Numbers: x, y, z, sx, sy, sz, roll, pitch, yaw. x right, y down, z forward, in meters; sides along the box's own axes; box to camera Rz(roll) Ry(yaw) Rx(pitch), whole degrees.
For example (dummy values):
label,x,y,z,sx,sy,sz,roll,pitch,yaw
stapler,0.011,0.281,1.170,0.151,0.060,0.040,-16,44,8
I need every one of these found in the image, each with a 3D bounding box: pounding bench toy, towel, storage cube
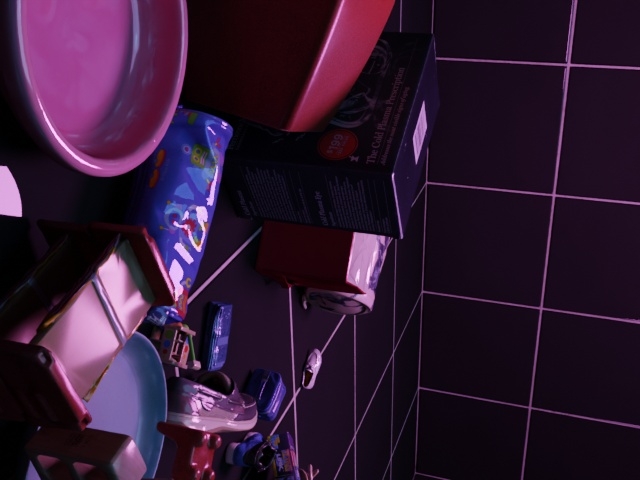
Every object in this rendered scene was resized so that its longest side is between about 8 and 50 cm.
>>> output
label,x,y,z,sx,sy,sz,roll,pitch,yaw
pounding bench toy,-0.213,0.157,1.173,0.052,0.083,0.065,48,52,-67
towel,-0.180,0.168,1.370,0.067,0.029,0.120,11,86,-73
storage cube,0.000,0.000,1.597,0.183,0.193,0.215,38,60,-69

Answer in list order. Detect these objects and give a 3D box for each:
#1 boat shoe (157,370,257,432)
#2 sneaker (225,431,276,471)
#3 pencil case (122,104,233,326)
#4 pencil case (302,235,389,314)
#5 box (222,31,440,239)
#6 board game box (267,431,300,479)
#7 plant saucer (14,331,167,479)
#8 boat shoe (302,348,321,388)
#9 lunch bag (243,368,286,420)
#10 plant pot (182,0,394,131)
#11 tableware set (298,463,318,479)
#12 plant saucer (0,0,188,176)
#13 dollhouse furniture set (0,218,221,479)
label,x,y,z,sx,sy,sz,roll,pitch,yaw
boat shoe,-0.177,0.266,1.305,0.285,0.102,0.093,21,82,-66
sneaker,-0.123,0.422,1.555,0.152,0.084,0.058,23,75,-72
pencil case,-0.211,-0.036,1.051,0.133,0.119,0.306,36,62,-58
pencil case,0.076,-0.023,1.858,0.160,0.183,0.411,45,56,-62
box,0.027,-0.203,1.405,0.179,0.312,0.343,73,29,-52
board game box,-0.072,0.490,1.663,0.170,0.048,0.141,86,-7,-72
plant saucer,-0.298,0.272,1.022,0.317,0.043,0.318,8,90,-72
boat shoe,-0.024,0.314,1.905,0.035,0.035,0.100,42,63,-72
lunch bag,-0.117,0.310,1.560,0.065,0.067,0.099,74,30,-50
plant pot,-0.069,-0.303,1.195,0.267,0.267,0.236,-23,130,-70
tableware set,-0.042,0.612,1.748,0.039,0.128,0.194,23,48,-31
plant saucer,-0.261,-0.240,0.872,0.332,0.084,0.333,8,90,-72
dollhouse furniture set,-0.244,0.184,0.886,0.201,0.152,0.374,-59,143,-47
